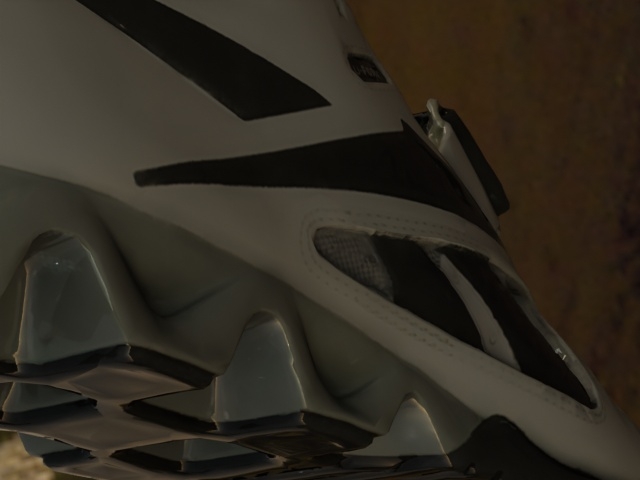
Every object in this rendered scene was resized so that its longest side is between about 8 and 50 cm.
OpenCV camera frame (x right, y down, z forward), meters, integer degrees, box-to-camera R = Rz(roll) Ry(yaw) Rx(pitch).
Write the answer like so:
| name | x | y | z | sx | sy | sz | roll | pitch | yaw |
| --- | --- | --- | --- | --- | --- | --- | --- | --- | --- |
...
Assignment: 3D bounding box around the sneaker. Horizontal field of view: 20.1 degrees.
| name | x | y | z | sx | sy | sz | roll | pitch | yaw |
| --- | --- | --- | --- | --- | --- | --- | --- | --- | --- |
| sneaker | 0.000 | 0.000 | 0.474 | 0.330 | 0.122 | 0.146 | 32 | -127 | -52 |
